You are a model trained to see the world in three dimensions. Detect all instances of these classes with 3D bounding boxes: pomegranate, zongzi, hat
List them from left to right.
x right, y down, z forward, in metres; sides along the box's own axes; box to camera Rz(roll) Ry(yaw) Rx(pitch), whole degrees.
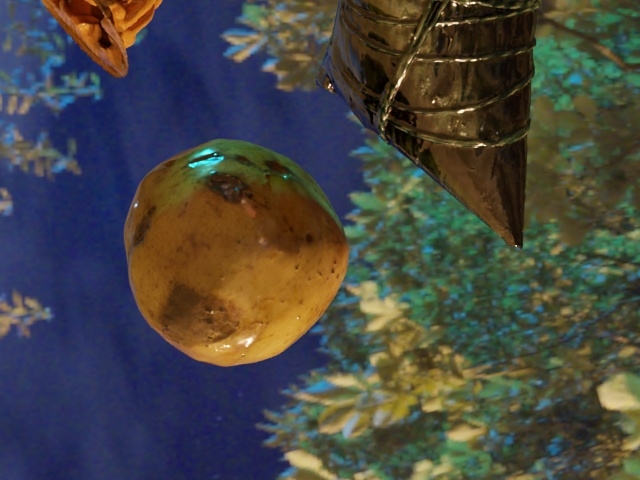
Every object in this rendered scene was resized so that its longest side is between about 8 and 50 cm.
[{"bbox_3d":[-0.260,-0.389,1.632,0.233,0.233,0.244,53,-18,-13],"label":"hat"},{"bbox_3d":[-0.103,0.016,1.412,0.281,0.281,0.281,9,-78,50],"label":"pomegranate"},{"bbox_3d":[0.155,-0.190,1.297,0.362,0.319,0.383,51,-39,22],"label":"zongzi"}]
